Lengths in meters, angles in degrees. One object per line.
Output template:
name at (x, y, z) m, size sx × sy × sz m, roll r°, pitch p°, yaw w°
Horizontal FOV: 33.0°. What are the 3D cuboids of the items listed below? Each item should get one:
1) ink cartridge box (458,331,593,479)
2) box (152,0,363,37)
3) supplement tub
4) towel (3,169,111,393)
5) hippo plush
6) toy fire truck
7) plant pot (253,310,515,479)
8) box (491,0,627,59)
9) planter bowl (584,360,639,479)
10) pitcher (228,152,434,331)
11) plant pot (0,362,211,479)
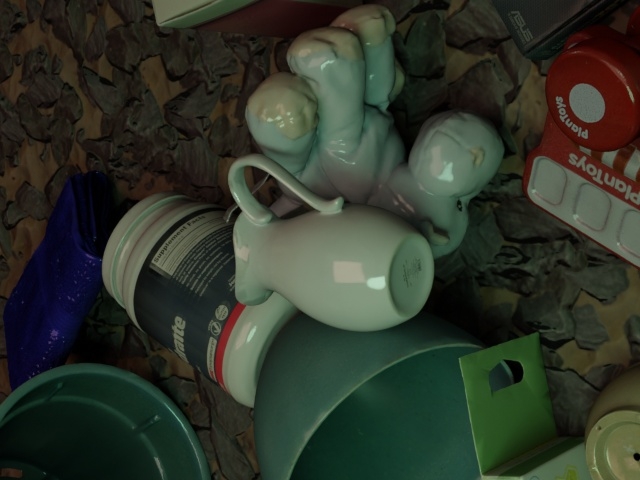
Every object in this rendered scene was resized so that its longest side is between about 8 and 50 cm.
ink cartridge box at (0.223, 0.220, 1.099) m, size 0.056 × 0.171 × 0.235 m, roll -7°, pitch 90°, yaw 39°
box at (-0.077, -0.324, 1.237) m, size 0.127 × 0.232 × 0.148 m, roll -13°, pitch 86°, yaw 39°
supplement tub at (-0.123, 0.067, 1.348) m, size 0.272 × 0.191 × 0.191 m, roll 30°, pitch 113°, yaw 33°
towel at (-0.391, 0.069, 1.582) m, size 0.308 × 0.076 × 0.227 m, roll -60°, pitch 28°, yaw 26°
hippo plush at (0.057, -0.082, 1.157) m, size 0.237 × 0.234 × 0.294 m, roll 36°, pitch 98°, yaw 18°
toy fire truck at (0.335, -0.068, 1.002) m, size 0.302 × 0.169 × 0.253 m, roll 36°, pitch 142°, yaw 29°
plant pot at (0.041, 0.179, 1.195) m, size 0.195 × 0.290 × 0.290 m, roll 46°, pitch 123°, yaw 46°
box at (0.234, -0.329, 1.095) m, size 0.183 × 0.059 × 0.232 m, roll -35°, pitch 74°, yaw 35°
planter bowl at (0.325, 0.202, 1.055) m, size 0.162 × 0.109 × 0.162 m, roll 6°, pitch 100°, yaw 39°
pitcher at (0.000, 0.000, 1.080) m, size 0.207 × 0.125 × 0.177 m, roll 9°, pitch 126°, yaw 38°
plant pot at (-0.385, 0.389, 1.534) m, size 0.334 × 0.341 × 0.341 m, roll -34°, pitch 74°, yaw 44°
